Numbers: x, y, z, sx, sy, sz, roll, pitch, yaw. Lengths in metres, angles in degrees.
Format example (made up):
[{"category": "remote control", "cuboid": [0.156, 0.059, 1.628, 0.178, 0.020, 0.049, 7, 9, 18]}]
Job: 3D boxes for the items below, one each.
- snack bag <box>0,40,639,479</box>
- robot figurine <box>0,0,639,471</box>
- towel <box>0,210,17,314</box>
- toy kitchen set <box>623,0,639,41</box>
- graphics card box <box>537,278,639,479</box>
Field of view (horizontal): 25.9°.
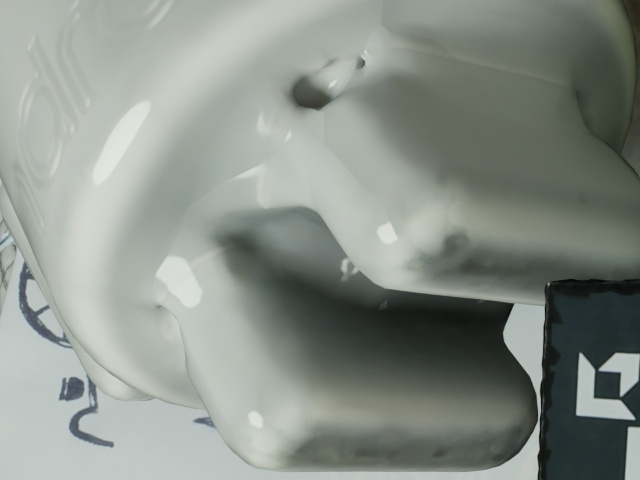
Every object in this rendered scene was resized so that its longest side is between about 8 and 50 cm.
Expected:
[{"category": "snack bag", "cuboid": [0.000, 0.000, 0.605, 0.323, 0.037, 0.342, 8, 75, 17]}, {"category": "robot figurine", "cuboid": [-0.028, -0.083, 0.491, 0.300, 0.200, 0.353, -54, 47, 25]}, {"category": "towel", "cuboid": [-0.161, 0.061, 0.845, 0.235, 0.121, 0.283, -65, 34, 33]}, {"category": "toy kitchen set", "cuboid": [0.143, -0.145, 0.458, 0.122, 0.166, 0.207, -26, 39, 7]}, {"category": "graphics card box", "cuboid": [0.142, 0.200, 0.391, 0.094, 0.233, 0.370, -1, 83, 36]}]
